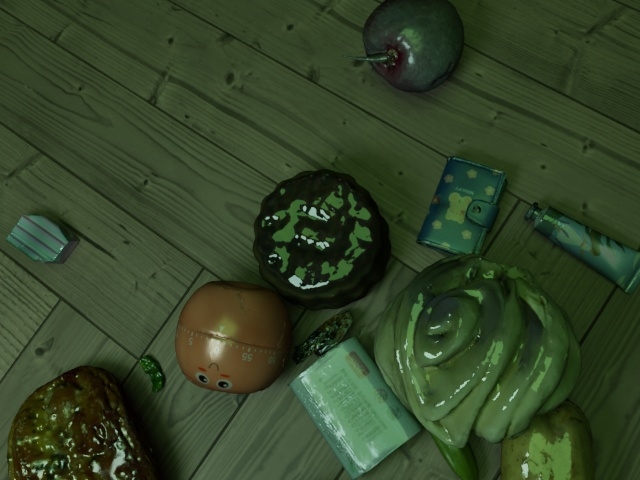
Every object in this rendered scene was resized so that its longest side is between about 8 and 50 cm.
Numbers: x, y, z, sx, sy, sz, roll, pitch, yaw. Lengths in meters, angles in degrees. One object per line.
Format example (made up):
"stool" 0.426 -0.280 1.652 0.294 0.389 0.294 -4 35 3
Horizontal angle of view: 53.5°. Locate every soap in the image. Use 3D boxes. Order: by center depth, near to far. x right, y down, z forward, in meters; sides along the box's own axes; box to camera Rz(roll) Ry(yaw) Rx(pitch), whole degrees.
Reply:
"soap" -0.648 -0.001 1.493 0.149 0.056 0.100 30 86 17

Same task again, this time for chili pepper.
"chili pepper" -0.367 0.288 1.387 0.030 0.034 0.091 -43 70 33

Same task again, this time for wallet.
"wallet" 0.300 -0.067 1.330 0.141 0.059 0.202 20 80 13

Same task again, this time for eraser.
"eraser" 0.066 0.331 1.266 0.174 0.081 0.227 -38 74 4

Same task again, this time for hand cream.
"hand cream" 0.533 0.004 1.278 0.256 0.055 0.088 33 89 10

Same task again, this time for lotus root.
"lotus root" 0.408 0.414 1.148 0.160 0.146 0.284 -1 79 32

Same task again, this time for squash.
"squash" 0.250 0.375 1.230 0.066 0.066 0.201 -26 78 3

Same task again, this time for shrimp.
"shrimp" 0.002 0.205 1.312 0.161 0.091 0.034 -41 108 7

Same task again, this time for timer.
"timer" -0.172 0.194 1.267 0.229 0.229 0.215 10 92 13

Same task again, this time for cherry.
"cherry" 0.200 -0.426 1.371 0.266 0.183 0.213 -41 87 -14

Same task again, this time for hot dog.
"hot dog" -0.472 0.447 1.289 0.267 0.174 0.388 -31 72 0

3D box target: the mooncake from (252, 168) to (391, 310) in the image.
"mooncake" 0.000 0.000 1.317 0.290 0.161 0.290 -3 76 12

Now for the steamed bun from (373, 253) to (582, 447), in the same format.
"steamed bun" 0.272 0.169 1.142 0.339 0.247 0.352 -34 41 -8
